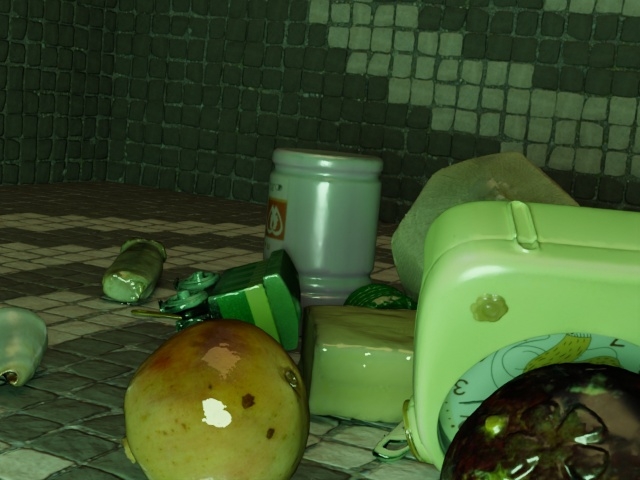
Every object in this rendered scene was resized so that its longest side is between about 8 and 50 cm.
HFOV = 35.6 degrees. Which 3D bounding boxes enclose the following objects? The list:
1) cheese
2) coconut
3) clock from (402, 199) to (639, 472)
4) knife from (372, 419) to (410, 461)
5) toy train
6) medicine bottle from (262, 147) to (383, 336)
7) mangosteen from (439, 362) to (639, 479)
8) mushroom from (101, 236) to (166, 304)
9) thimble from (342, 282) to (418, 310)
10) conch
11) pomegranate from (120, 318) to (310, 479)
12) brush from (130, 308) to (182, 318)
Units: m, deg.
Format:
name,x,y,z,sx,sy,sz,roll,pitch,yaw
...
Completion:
name,x,y,z,sx,sy,sz,roll,pitch,yaw
cheese,0.109,0.167,1.375,0.265,0.124,0.242,4,12,-6
coconut,0.301,0.019,1.775,0.346,0.346,0.360,8,-26,20
clock,0.219,0.132,0.951,0.286,0.349,0.117,6,36,-3
knife,0.173,0.181,1.217,0.293,0.020,0.043,-34,61,-29
toy train,-0.126,0.103,1.497,0.202,0.120,0.301,-15,8,1
medicine bottle,0.000,0.000,1.777,0.202,0.316,0.202,6,7,-1
mangosteen,0.222,0.227,0.818,0.231,0.231,0.289,10,-24,26
mushroom,-0.363,0.060,1.964,0.099,0.081,0.312,2,13,-3
thimble,0.099,0.133,1.628,0.130,0.118,0.090,-24,20,-12
conch,-0.417,0.155,1.327,0.104,0.094,0.176,16,31,-22
pomegranate,-0.102,0.172,0.982,0.191,0.191,0.191,5,8,-1
brush,-0.232,0.134,1.757,0.205,0.011,0.083,5,9,-1
